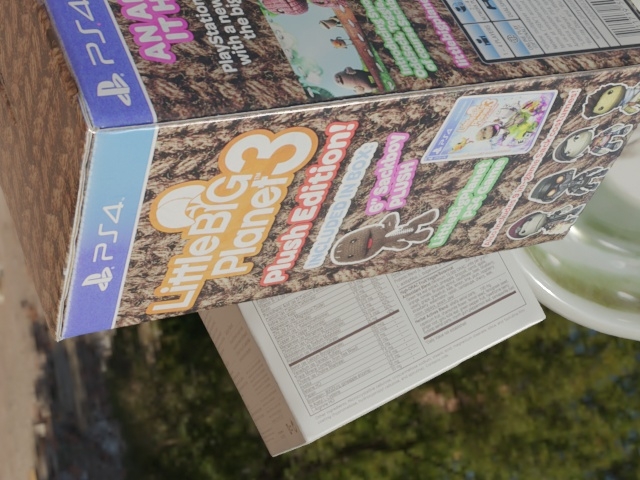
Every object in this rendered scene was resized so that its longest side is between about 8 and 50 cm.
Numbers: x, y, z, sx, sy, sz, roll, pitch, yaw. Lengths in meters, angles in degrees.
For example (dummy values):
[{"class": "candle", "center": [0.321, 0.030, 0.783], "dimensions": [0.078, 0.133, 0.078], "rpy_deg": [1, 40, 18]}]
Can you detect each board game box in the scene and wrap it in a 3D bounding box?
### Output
[{"class": "board game box", "center": [-0.019, -0.105, 0.609], "dimensions": [0.232, 0.291, 0.141], "rpy_deg": [64, -30, 32]}]

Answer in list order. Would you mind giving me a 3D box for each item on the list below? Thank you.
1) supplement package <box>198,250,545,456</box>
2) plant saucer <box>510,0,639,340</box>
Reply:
[{"class": "supplement package", "center": [0.000, 0.000, 0.925], "dimensions": [0.263, 0.198, 0.199], "rpy_deg": [62, -14, 7]}, {"class": "plant saucer", "center": [0.321, -0.091, 0.990], "dimensions": [0.101, 0.400, 0.401], "rpy_deg": [-89, 177, -52]}]
